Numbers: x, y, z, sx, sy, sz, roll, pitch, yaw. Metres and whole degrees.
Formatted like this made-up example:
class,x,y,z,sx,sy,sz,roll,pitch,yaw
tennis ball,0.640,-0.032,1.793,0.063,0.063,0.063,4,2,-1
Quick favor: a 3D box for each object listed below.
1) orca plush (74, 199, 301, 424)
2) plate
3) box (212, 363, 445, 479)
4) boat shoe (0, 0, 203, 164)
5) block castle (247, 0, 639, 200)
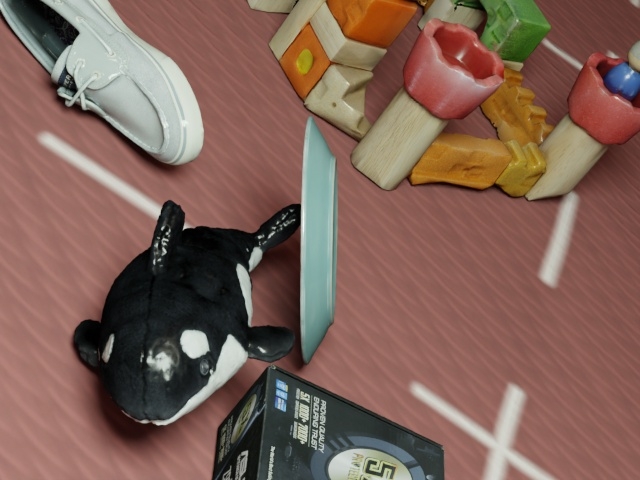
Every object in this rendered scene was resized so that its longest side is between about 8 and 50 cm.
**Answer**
class,x,y,z,sx,sy,sz,roll,pitch,yaw
orca plush,-0.081,0.018,1.227,0.151,0.102,0.287,10,25,24
plate,0.000,0.000,1.315,0.024,0.188,0.188,1,38,3
box,0.004,0.193,1.170,0.147,0.077,0.180,27,34,-16
boat shoe,-0.185,-0.138,1.408,0.081,0.079,0.227,-19,57,-41
block castle,0.110,-0.264,1.701,0.303,0.213,0.453,5,45,-39
